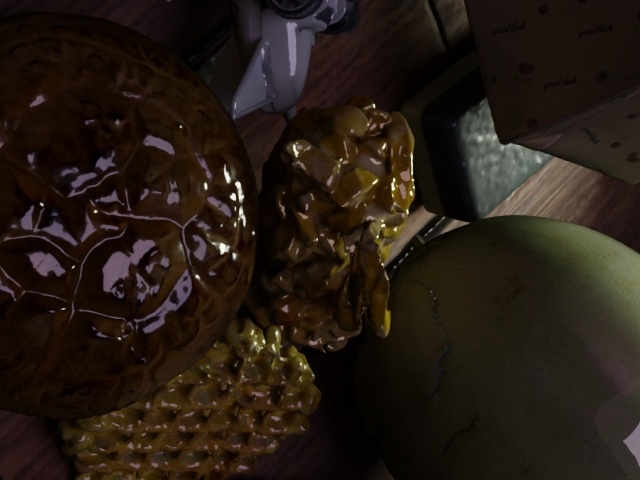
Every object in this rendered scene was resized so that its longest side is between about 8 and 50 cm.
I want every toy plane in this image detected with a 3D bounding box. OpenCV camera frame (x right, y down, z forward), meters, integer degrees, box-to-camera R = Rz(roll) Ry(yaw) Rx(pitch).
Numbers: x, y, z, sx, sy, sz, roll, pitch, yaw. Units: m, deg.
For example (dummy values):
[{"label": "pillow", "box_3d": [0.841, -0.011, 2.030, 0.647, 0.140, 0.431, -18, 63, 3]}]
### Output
[{"label": "toy plane", "box_3d": [-0.035, -0.201, 1.193, 0.251, 0.101, 0.255, 7, 80, -72]}]

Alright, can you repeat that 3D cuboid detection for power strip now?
[{"label": "power strip", "box_3d": [0.173, -0.123, 1.466, 0.257, 0.070, 0.105, -38, 126, -32]}]

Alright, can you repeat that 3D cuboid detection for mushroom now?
[{"label": "mushroom", "box_3d": [-0.151, -0.016, 1.086, 0.253, 0.153, 0.253, 2, 87, -29]}]

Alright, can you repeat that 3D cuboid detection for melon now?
[{"label": "melon", "box_3d": [0.177, 0.123, 1.368, 0.268, 0.330, 0.268, -43, 170, -10]}]

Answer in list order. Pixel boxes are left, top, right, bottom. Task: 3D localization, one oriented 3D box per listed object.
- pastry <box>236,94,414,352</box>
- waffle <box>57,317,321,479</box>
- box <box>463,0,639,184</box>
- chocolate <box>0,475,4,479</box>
[{"label": "pastry", "box_3d": [0.000, 0.000, 1.211, 0.102, 0.250, 0.154, 12, 69, -6]}, {"label": "waffle", "box_3d": [-0.089, 0.121, 1.222, 0.191, 0.038, 0.191, -16, 144, -12]}, {"label": "box", "box_3d": [0.241, -0.226, 1.320, 0.190, 0.225, 0.297, 11, 60, -50]}, {"label": "chocolate", "box_3d": [-0.331, 0.123, 0.991, 0.343, 0.126, 0.148, 27, 117, -38]}]
